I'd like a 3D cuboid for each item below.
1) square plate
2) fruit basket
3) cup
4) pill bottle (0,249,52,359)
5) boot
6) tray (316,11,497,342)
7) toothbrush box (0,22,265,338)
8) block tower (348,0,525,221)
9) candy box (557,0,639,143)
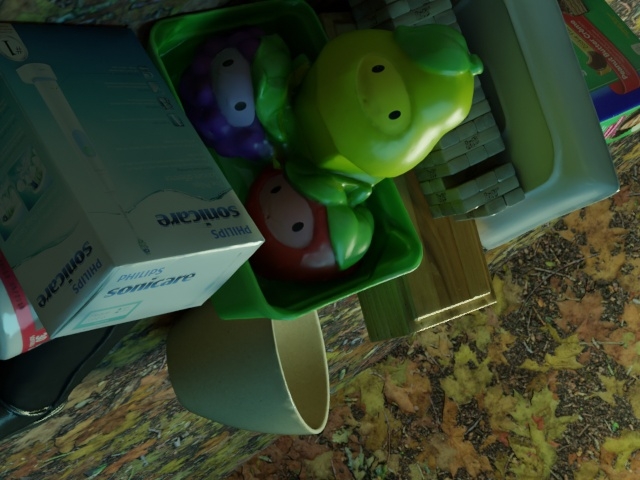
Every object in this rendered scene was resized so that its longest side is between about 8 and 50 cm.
[{"bbox_3d":[0.224,-0.179,1.558,0.049,0.344,0.347,-16,173,-22],"label":"square plate"},{"bbox_3d":[-0.008,-0.116,1.370,0.283,0.392,0.392,-20,159,-38],"label":"fruit basket"},{"bbox_3d":[-0.144,0.211,2.224,0.237,0.331,0.331,-12,168,14],"label":"cup"},{"bbox_3d":[-0.294,0.009,1.520,0.318,0.176,0.176,-25,161,-26],"label":"pill bottle"},{"bbox_3d":[-0.436,0.178,1.738,0.367,0.146,0.445,-32,174,-47],"label":"boot"},{"bbox_3d":[0.098,-0.092,1.570,0.076,0.411,0.203,-15,180,42],"label":"tray"},{"bbox_3d":[-0.228,-0.069,1.218,0.126,0.295,0.216,-45,161,32],"label":"toothbrush box"},{"bbox_3d":[0.140,-0.186,1.500,0.091,0.335,0.097,-26,-173,-24],"label":"block tower"},{"bbox_3d":[0.321,-0.247,1.791,0.317,0.268,0.122,-25,158,-27],"label":"candy box"}]
